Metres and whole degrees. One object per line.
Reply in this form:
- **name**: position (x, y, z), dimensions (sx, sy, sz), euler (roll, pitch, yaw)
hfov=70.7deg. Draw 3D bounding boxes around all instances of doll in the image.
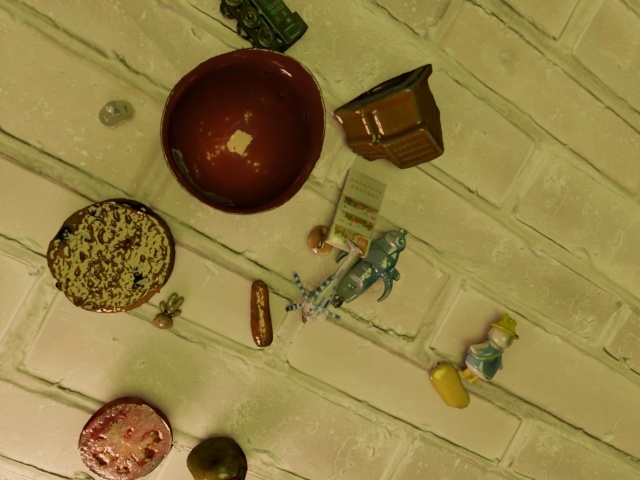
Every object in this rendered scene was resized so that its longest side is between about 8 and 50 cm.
- **doll**: position (0.524, 0.336, 1.383), dimensions (0.135, 0.099, 0.241), euler (34, 86, 8)
- **doll**: position (-0.398, 0.185, 1.181), dimensions (0.061, 0.051, 0.093), euler (31, 60, -14)

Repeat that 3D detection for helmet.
- **helmet**: position (-0.188, -0.243, 1.076), dimensions (0.337, 0.230, 0.385), euler (39, 78, -16)

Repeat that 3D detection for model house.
- **model house**: position (0.202, -0.305, 1.214), dimensions (0.268, 0.173, 0.239), euler (-17, 116, 20)

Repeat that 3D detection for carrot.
- **carrot**: position (-0.163, 0.199, 1.223), dimensions (0.060, 0.060, 0.186), euler (-7, 95, -13)

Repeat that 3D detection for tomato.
- **tomato**: position (-0.494, 0.503, 1.165), dimensions (0.225, 0.085, 0.225), euler (-3, 99, -16)

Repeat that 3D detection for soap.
- **soap**: position (0.400, 0.454, 1.398), dimensions (0.089, 0.033, 0.168), euler (-30, 102, -6)

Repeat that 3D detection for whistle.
- **whistle**: position (0.147, 0.067, 1.263), dimensions (0.180, 0.093, 0.269), euler (42, 86, 10)

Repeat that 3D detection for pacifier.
- **pacifier**: position (-0.494, -0.313, 1.079), dimensions (0.083, 0.064, 0.068), euler (-26, 84, -10)

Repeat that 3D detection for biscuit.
- **biscuit**: position (-0.504, 0.038, 1.112), dimensions (0.296, 0.075, 0.296), euler (0, 91, -12)

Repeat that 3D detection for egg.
- **egg**: position (0.000, 0.000, 1.232), dimensions (0.071, 0.071, 0.083), euler (11, 84, -14)

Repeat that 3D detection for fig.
- **fig**: position (-0.276, 0.603, 1.214), dimensions (0.165, 0.154, 0.144), euler (20, 109, 15)

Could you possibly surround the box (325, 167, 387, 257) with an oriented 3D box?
- **box**: position (0.100, -0.076, 1.233), dimensions (0.122, 0.032, 0.220), euler (23, 72, -16)

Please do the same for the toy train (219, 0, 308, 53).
- **toy train**: position (-0.148, -0.564, 1.123), dimensions (0.137, 0.090, 0.225), euler (-45, 104, -12)

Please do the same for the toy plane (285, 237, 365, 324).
- **toy plane**: position (0.021, 0.114, 1.218), dimensions (0.107, 0.182, 0.273), euler (10, 102, -58)
